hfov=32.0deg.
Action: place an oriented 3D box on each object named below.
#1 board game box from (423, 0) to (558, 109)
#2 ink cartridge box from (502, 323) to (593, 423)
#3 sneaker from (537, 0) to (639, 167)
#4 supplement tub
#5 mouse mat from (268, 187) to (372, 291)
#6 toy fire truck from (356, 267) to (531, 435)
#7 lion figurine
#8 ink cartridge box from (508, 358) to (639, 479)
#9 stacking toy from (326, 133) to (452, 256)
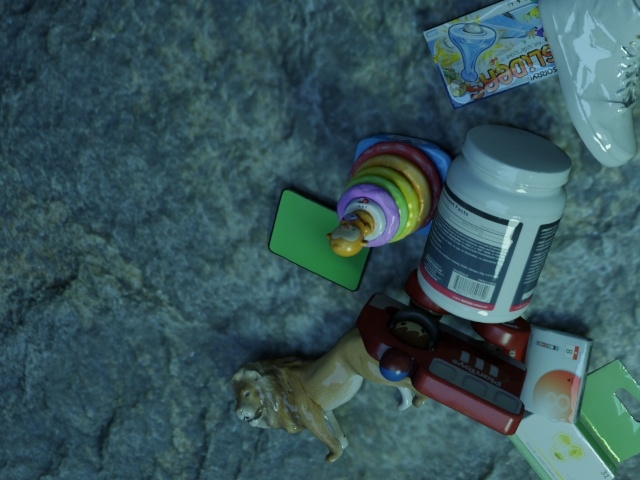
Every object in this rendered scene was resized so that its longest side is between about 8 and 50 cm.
[{"bbox_3d":[0.276,-0.299,1.734,0.201,0.035,0.136,-17,104,29],"label":"board game box"},{"bbox_3d":[0.359,0.216,1.884,0.179,0.045,0.145,11,97,24],"label":"ink cartridge box"},{"bbox_3d":[0.442,-0.254,1.624,0.169,0.108,0.293,-13,105,41],"label":"sneaker"},{"bbox_3d":[0.274,-0.025,1.762,0.191,0.191,0.272,22,119,14],"label":"supplement tub"},{"bbox_3d":[0.000,0.000,1.993,0.189,0.007,0.153,26,129,13],"label":"mouse mat"},{"bbox_3d":[0.198,0.187,1.815,0.302,0.254,0.169,27,110,7],"label":"toy fire truck"},{"bbox_3d":[0.028,0.255,2.048,0.392,0.142,0.240,-36,87,18],"label":"lion figurine"},{"bbox_3d":[0.459,0.330,1.916,0.235,0.056,0.171,-36,94,34],"label":"ink cartridge box"},{"bbox_3d":[0.085,-0.048,1.772,0.175,0.302,0.166,13,117,21],"label":"stacking toy"}]
